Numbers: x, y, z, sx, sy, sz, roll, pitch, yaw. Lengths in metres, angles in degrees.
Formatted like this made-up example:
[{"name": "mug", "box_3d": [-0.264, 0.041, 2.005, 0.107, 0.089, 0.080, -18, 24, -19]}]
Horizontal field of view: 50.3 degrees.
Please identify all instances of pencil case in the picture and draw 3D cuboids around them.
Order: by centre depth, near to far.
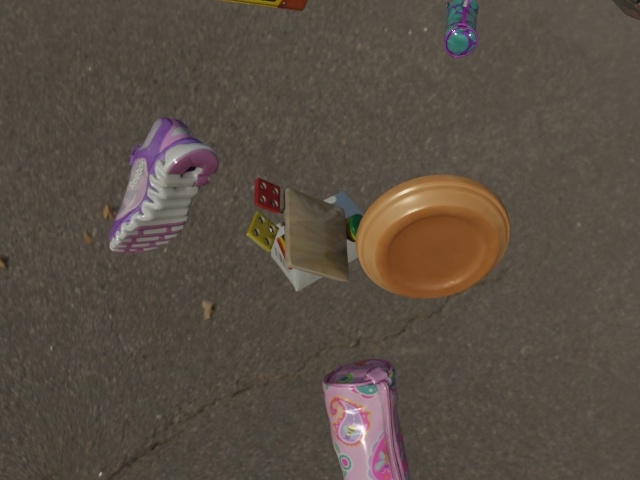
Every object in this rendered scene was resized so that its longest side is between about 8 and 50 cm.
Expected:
[{"name": "pencil case", "box_3d": [0.083, 0.329, 1.049, 0.124, 0.124, 0.284, -14, 96, -24]}, {"name": "pencil case", "box_3d": [0.268, -0.408, 1.298, 0.064, 0.070, 0.152, 10, 42, 4]}]

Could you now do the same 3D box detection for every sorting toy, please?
[{"name": "sorting toy", "box_3d": [-0.024, -0.005, 1.113, 0.274, 0.046, 0.132, 18, 60, -42]}]

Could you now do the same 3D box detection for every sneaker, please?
[{"name": "sneaker", "box_3d": [-0.229, -0.076, 0.935, 0.095, 0.236, 0.104, -6, 56, -47]}]

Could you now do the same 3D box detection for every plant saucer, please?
[{"name": "plant saucer", "box_3d": [0.146, 0.007, 0.875, 0.200, 0.200, 0.037, 13, 37, -15]}]

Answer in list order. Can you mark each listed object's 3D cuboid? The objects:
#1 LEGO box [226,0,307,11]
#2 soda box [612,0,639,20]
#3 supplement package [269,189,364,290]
[{"name": "LEGO box", "box_3d": [-0.207, -0.625, 1.157, 0.500, 0.372, 0.193, -3, 56, -29]}, {"name": "soda box", "box_3d": [0.409, -0.333, 0.883, 0.169, 0.053, 0.060, 5, 28, -49]}, {"name": "supplement package", "box_3d": [0.000, 0.000, 1.363, 0.179, 0.105, 0.105, -28, 60, -18]}]
